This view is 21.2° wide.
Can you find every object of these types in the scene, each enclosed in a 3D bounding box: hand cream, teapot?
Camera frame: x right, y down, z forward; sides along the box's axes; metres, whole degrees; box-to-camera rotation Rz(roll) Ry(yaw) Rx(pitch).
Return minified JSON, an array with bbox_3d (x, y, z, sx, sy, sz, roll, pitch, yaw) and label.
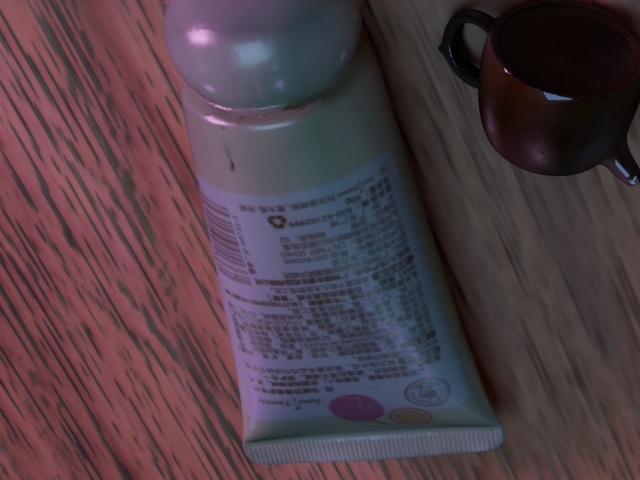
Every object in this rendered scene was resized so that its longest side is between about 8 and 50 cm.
[{"bbox_3d":[0.000,0.000,0.861,0.147,0.093,0.306,-6,124,12],"label":"hand cream"},{"bbox_3d":[0.104,-0.068,0.800,0.121,0.076,0.068,34,140,24],"label":"teapot"}]
